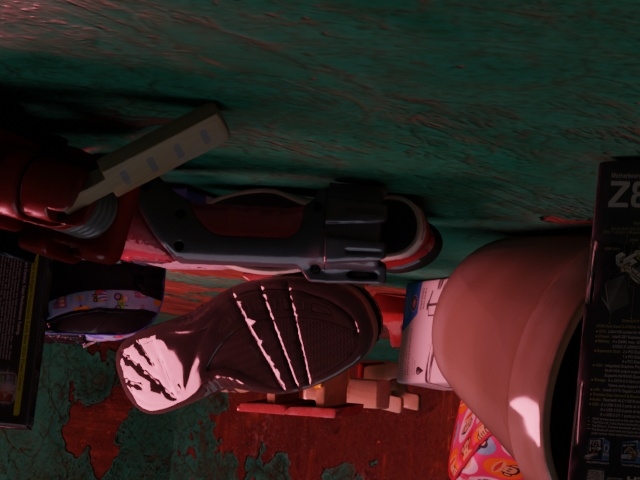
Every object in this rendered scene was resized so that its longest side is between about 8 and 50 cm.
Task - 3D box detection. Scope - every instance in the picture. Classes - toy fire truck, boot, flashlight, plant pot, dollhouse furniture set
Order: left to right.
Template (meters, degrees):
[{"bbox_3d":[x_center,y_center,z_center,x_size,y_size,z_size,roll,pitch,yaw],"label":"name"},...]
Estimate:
[{"bbox_3d":[-0.196,-0.051,1.445,0.246,0.158,0.217,14,175,20],"label":"toy fire truck"},{"bbox_3d":[-0.087,-0.023,1.682,0.304,0.103,0.103,1,138,4],"label":"flashlight"},{"bbox_3d":[-0.031,0.101,2.108,0.377,0.138,0.284,-21,179,36],"label":"boot"},{"bbox_3d":[0.000,0.000,1.814,0.244,0.088,0.176,0,173,12],"label":"boot"},{"bbox_3d":[0.023,0.151,2.537,0.152,0.201,0.374,2,178,22],"label":"dollhouse furniture set"},{"bbox_3d":[0.274,0.120,1.829,0.323,0.323,0.280,11,-173,-34],"label":"plant pot"}]

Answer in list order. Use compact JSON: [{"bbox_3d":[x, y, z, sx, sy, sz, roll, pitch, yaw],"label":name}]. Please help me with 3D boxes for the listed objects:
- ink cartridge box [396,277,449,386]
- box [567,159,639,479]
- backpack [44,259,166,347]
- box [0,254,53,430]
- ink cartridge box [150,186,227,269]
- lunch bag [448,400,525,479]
[{"bbox_3d":[0.193,0.128,2.369,0.086,0.148,0.203,11,170,-24],"label":"ink cartridge box"},{"bbox_3d":[0.396,0.095,1.340,0.395,0.318,0.097,0,170,31],"label":"box"},{"bbox_3d":[-0.278,0.056,2.161,0.173,0.158,0.117,2,163,0],"label":"backpack"},{"bbox_3d":[-0.361,0.033,1.616,0.216,0.270,0.060,6,171,-4],"label":"box"},{"bbox_3d":[-0.171,-0.013,1.914,0.186,0.065,0.311,0,174,28],"label":"ink cartridge box"},{"bbox_3d":[0.283,0.202,2.448,0.120,0.258,0.293,18,150,-9],"label":"lunch bag"}]
